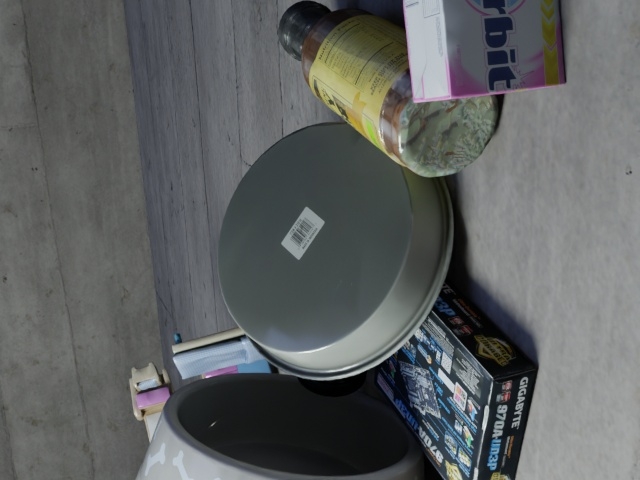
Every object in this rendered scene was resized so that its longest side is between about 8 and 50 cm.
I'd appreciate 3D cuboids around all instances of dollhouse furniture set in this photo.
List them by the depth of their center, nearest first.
[{"bbox_3d":[-0.170,0.262,1.389,0.303,0.286,0.198,102,151,-68],"label":"dollhouse furniture set"}]

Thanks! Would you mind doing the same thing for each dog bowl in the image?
[{"bbox_3d":[-0.037,0.255,0.996,0.348,0.348,0.102,-148,65,-63],"label":"dog bowl"}]

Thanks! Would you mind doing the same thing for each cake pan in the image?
[{"bbox_3d":[0.000,0.000,0.908,0.293,0.054,0.293,-13,68,33],"label":"cake pan"}]

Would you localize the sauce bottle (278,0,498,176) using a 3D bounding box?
[{"bbox_3d":[0.049,-0.175,0.873,0.344,0.111,0.112,-129,35,-55],"label":"sauce bottle"}]

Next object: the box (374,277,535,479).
[{"bbox_3d":[0.130,0.142,0.886,0.220,0.051,0.175,-130,36,-52],"label":"box"}]

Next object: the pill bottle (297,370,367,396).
[{"bbox_3d":[0.020,0.081,1.042,0.123,0.122,0.219,-127,33,-50],"label":"pill bottle"}]

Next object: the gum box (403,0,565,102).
[{"bbox_3d":[0.123,-0.209,0.662,0.062,0.107,0.189,-165,67,-67],"label":"gum box"}]
